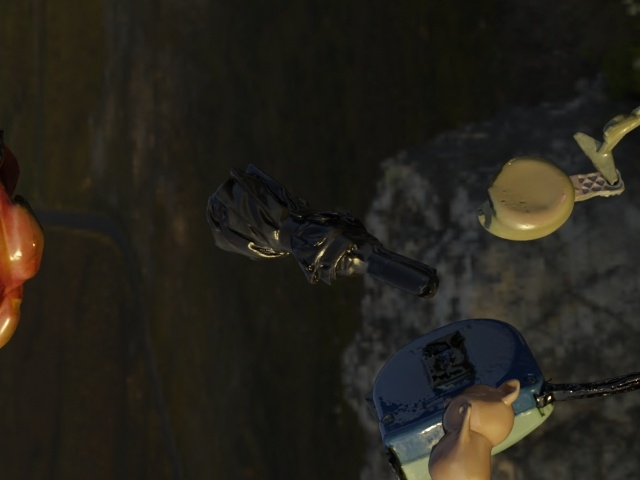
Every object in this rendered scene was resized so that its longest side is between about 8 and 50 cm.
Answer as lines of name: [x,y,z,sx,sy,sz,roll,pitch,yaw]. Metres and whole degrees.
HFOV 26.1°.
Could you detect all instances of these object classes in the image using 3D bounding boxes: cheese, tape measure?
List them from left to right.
tape measure: [0.227,0.159,1.648,0.215,0.351,0.098,-105,-8,-65]
cheese: [0.256,-0.058,1.561,0.092,0.171,0.047,55,162,21]

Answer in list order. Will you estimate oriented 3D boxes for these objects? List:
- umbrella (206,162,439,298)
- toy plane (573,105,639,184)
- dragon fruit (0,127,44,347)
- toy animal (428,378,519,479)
umbrella: [0.000,0.000,1.708,0.340,0.118,0.118,21,116,31]
toy plane: [0.362,-0.161,1.251,0.092,0.286,0.108,57,-176,20]
dragon fruit: [-0.308,-0.008,0.990,0.227,0.224,0.224,-106,25,-43]
toy animal: [0.158,0.212,1.444,0.150,0.089,0.083,-61,15,-17]
